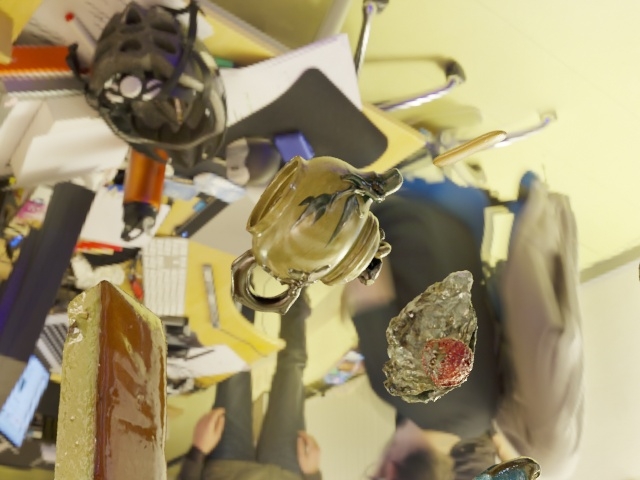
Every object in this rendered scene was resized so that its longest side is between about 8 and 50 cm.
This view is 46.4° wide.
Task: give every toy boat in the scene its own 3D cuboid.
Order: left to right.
[{"bbox_3d":[0.205,0.343,0.899,0.077,0.186,0.075,14,-172,-31],"label":"toy boat"}]

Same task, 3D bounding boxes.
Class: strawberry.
[{"bbox_3d":[0.206,0.193,1.197,0.096,0.083,0.083,-8,161,-45],"label":"strawberry"}]

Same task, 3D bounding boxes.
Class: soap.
[{"bbox_3d":[0.168,-0.104,0.842,0.089,0.012,0.034,-24,162,27],"label":"soap"}]

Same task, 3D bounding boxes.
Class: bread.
[{"bbox_3d":[-0.241,0.239,0.872,0.077,0.362,0.138,-15,153,17],"label":"bread"}]

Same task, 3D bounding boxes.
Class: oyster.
[{"bbox_3d":[0.213,0.188,1.476,0.198,0.268,0.112,-13,137,29],"label":"oyster"}]

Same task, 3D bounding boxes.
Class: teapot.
[{"bbox_3d":[0.000,0.000,0.975,0.182,0.173,0.269,35,105,-16],"label":"teapot"}]

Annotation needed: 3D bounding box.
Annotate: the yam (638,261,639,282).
[{"bbox_3d":[0.504,0.050,1.056,0.107,0.107,0.183,-15,158,23],"label":"yam"}]
